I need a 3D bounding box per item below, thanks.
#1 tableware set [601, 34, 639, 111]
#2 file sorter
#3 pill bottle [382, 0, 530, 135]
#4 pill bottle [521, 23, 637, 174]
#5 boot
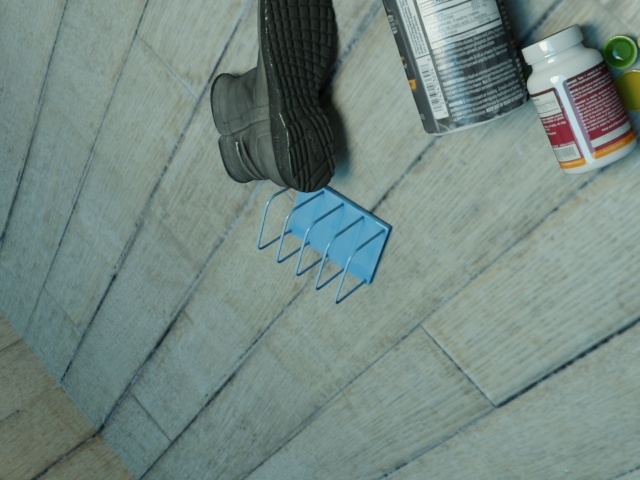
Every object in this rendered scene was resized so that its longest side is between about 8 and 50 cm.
[{"bbox_3d":[0.368,-0.156,0.777,0.104,0.024,0.154,-11,107,43],"label":"tableware set"},{"bbox_3d":[0.000,0.000,1.114,0.170,0.104,0.118,33,131,20],"label":"file sorter"},{"bbox_3d":[0.147,-0.256,0.830,0.130,0.130,0.246,-8,108,42],"label":"pill bottle"},{"bbox_3d":[0.285,-0.157,0.802,0.086,0.086,0.152,-17,102,44],"label":"pill bottle"},{"bbox_3d":[-0.092,-0.238,1.055,0.222,0.118,0.338,17,112,49],"label":"boot"}]
